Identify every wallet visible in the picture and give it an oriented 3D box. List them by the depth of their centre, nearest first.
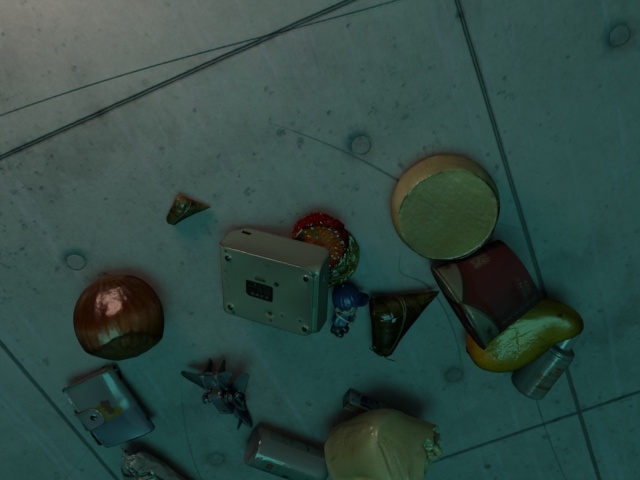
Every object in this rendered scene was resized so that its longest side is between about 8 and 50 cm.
[{"bbox_3d":[-0.570,0.449,1.711,0.170,0.069,0.231,-24,112,4],"label":"wallet"}]

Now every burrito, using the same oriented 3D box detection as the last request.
[{"bbox_3d":[-0.450,0.732,1.853,0.139,0.101,0.445,-29,118,17],"label":"burrito"}]

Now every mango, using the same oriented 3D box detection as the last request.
[{"bbox_3d":[0.517,0.235,1.640,0.295,0.120,0.177,-29,105,14],"label":"mango"}]

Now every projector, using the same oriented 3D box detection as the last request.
[{"bbox_3d":[-0.108,0.099,1.476,0.250,0.108,0.198,14,125,16],"label":"projector"}]

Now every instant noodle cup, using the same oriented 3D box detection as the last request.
[{"bbox_3d":[0.397,0.118,1.522,0.178,0.235,0.234,-32,116,2],"label":"instant noodle cup"}]

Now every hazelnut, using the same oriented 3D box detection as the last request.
[{"bbox_3d":[-0.482,0.182,1.518,0.214,0.176,0.214,2,84,-22],"label":"hazelnut"}]

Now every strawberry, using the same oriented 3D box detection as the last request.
[{"bbox_3d":[0.000,0.000,1.493,0.145,0.086,0.145,0,120,1],"label":"strawberry"}]

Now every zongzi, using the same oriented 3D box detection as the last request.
[{"bbox_3d":[-0.308,-0.063,1.473,0.083,0.040,0.076,16,125,-32],"label":"zongzi"},{"bbox_3d":[0.218,0.217,1.639,0.184,0.084,0.187,-11,126,-9],"label":"zongzi"}]

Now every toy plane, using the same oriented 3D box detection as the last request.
[{"bbox_3d":[-0.247,0.438,1.713,0.212,0.088,0.267,-6,124,25],"label":"toy plane"}]

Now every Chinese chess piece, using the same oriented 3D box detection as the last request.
[{"bbox_3d":[0.288,-0.074,1.467,0.250,0.103,0.249,-1,119,-2],"label":"Chinese chess piece"}]

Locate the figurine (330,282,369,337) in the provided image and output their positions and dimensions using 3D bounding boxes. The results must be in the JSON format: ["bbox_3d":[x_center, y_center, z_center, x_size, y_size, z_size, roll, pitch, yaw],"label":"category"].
[{"bbox_3d":[0.064,0.173,1.607,0.087,0.086,0.149,36,132,22],"label":"figurine"}]

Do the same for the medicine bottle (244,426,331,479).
[{"bbox_3d":[-0.042,0.644,1.828,0.352,0.110,0.110,26,114,-17],"label":"medicine bottle"}]

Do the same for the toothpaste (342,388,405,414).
[{"bbox_3d":[0.154,0.480,1.792,0.196,0.047,0.040,28,129,-18],"label":"toothpaste"}]

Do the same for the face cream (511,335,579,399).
[{"bbox_3d":[0.618,0.305,1.696,0.101,0.101,0.251,22,115,-15],"label":"face cream"}]

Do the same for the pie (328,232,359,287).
[{"bbox_3d":[0.036,0.064,1.563,0.170,0.034,0.092,-39,104,14],"label":"pie"}]

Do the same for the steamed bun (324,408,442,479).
[{"bbox_3d":[0.163,0.615,1.704,0.274,0.272,0.290,28,132,-17],"label":"steamed bun"}]
